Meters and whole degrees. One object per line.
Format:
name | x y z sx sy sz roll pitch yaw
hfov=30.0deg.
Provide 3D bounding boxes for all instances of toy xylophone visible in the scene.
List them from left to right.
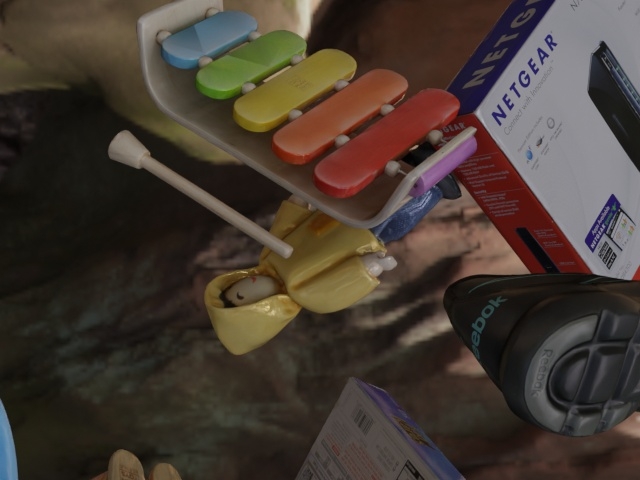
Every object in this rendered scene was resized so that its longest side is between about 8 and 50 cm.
toy xylophone | -0.034 -0.103 1.049 0.322 0.236 0.081 26 130 14

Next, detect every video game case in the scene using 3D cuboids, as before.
video game case | 0.043 0.311 1.269 0.061 0.269 0.244 26 98 -26

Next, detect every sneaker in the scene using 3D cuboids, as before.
sneaker | 0.191 0.056 0.704 0.267 0.101 0.106 10 -167 -35

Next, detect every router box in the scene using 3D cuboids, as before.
router box | 0.291 -0.122 1.237 0.301 0.335 0.082 49 150 -23

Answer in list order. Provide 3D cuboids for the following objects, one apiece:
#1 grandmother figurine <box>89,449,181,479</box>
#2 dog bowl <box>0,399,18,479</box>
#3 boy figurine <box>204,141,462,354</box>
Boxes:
grandmother figurine | -0.310 0.325 1.250 0.342 0.104 0.208 -30 135 24
dog bowl | -0.247 0.106 0.660 0.074 0.166 0.297 -7 140 6
boy figurine | 0.000 0.000 1.212 0.285 0.177 0.092 -38 133 -1
